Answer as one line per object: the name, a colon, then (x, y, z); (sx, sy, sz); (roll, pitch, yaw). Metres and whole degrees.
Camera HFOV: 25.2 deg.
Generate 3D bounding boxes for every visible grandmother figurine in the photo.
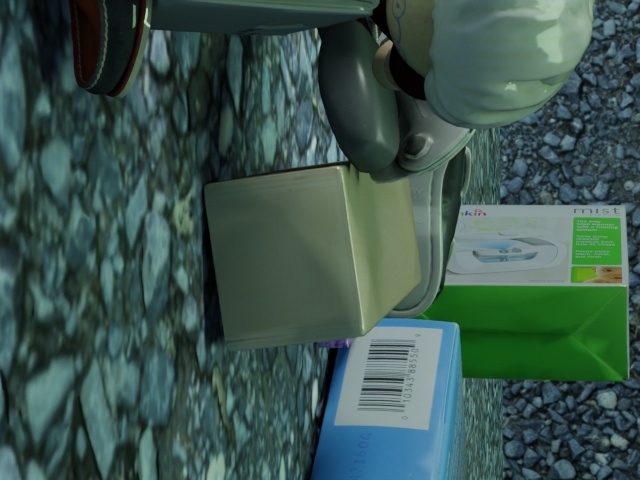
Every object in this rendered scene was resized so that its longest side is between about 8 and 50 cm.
grandmother figurine: (0.027, -0.156, 0.709); (0.342, 0.104, 0.208); (57, -8, 51)

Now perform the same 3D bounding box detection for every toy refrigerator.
toy refrigerator: (0.000, 0.000, 0.958); (0.269, 0.094, 0.102); (-28, 111, -78)

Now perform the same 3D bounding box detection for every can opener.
can opener: (0.026, -0.152, 0.917); (0.093, 0.074, 0.280); (47, 21, -48)

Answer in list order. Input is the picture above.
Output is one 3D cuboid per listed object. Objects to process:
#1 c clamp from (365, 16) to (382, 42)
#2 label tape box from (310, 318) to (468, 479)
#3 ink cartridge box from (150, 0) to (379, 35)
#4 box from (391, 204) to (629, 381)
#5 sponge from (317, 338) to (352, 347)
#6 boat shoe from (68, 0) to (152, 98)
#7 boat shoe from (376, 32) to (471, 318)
c clamp: (0.054, -0.183, 1.419); (0.137, 0.022, 0.161); (-79, 164, -63)
label tape box: (0.069, 0.276, 1.270); (0.249, 0.115, 0.348); (-77, 166, -46)
ink cartridge box: (-0.038, -0.197, 0.619); (0.153, 0.087, 0.208); (-171, -101, -71)
box: (0.225, 0.057, 1.665); (0.231, 0.262, 0.127); (-66, 153, -62)
sponge: (0.027, 0.008, 1.243); (0.210, 0.031, 0.117); (-51, 140, -73)
boat shoe: (-0.096, -0.126, 0.585); (0.043, 0.049, 0.137); (-6, 102, -36)
boat shoe: (0.088, -0.079, 1.379); (0.091, 0.114, 0.302); (-39, 141, -75)
